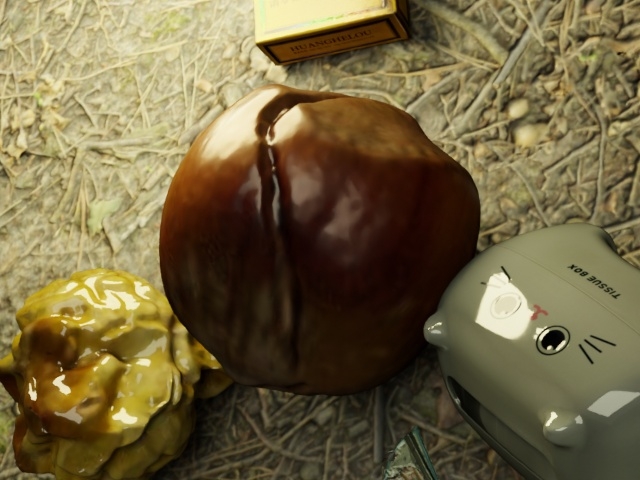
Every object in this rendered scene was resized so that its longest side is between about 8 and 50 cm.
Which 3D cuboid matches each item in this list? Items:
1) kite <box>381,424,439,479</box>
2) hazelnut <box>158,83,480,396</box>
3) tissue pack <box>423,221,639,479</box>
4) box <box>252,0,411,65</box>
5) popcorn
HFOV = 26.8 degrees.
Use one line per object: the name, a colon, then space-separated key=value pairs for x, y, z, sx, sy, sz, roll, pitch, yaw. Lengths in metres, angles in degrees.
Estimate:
kite: x=0.054 y=0.409 z=1.546 sx=0.368 sy=0.014 sz=0.406 roll=21 pitch=80 yaw=23
hazelnut: x=0.000 y=0.000 z=1.531 sx=0.372 sy=0.315 sz=0.372 roll=-3 pitch=75 yaw=11
tissue pack: x=0.266 y=0.141 z=1.374 sx=0.236 sy=0.229 sz=0.333 roll=-24 pitch=34 yaw=-20
box: x=0.007 y=-0.397 z=1.785 sx=0.193 sy=0.084 sz=0.301 roll=-10 pitch=70 yaw=16
popcorn: x=-0.242 y=0.154 z=1.632 sx=0.332 sy=0.225 sz=0.265 roll=-34 pitch=76 yaw=-18
